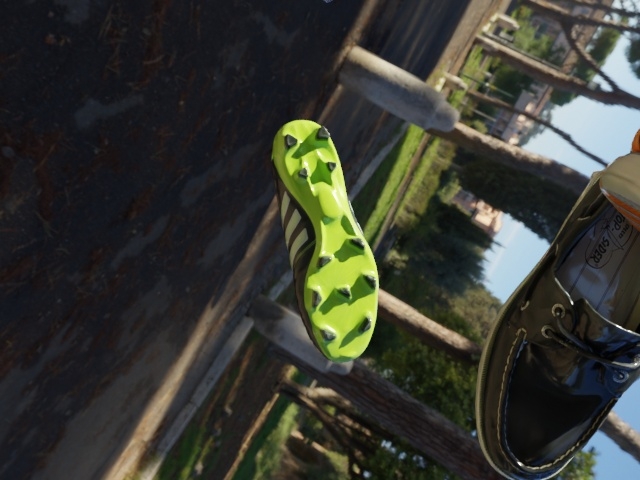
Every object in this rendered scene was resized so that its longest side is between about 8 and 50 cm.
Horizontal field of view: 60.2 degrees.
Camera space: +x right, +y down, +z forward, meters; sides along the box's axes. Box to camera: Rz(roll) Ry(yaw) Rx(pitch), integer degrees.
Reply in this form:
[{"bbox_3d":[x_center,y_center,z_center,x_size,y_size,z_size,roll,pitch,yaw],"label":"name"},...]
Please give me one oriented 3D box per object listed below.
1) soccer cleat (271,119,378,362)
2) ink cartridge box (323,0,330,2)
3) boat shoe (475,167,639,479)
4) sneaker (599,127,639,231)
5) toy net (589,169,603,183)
[{"bbox_3d":[0.000,0.000,0.412,0.072,0.060,0.179,145,-66,-73],"label":"soccer cleat"},{"bbox_3d":[0.052,-0.306,0.413,0.203,0.148,0.086,-32,-170,4],"label":"ink cartridge box"},{"bbox_3d":[0.250,0.063,0.499,0.340,0.127,0.113,-55,170,-7],"label":"boat shoe"},{"bbox_3d":[0.286,-0.015,0.209,0.124,0.321,0.180,28,107,-43],"label":"sneaker"},{"bbox_3d":[0.480,-0.061,0.772,0.045,0.232,0.122,8,114,-40],"label":"toy net"}]
